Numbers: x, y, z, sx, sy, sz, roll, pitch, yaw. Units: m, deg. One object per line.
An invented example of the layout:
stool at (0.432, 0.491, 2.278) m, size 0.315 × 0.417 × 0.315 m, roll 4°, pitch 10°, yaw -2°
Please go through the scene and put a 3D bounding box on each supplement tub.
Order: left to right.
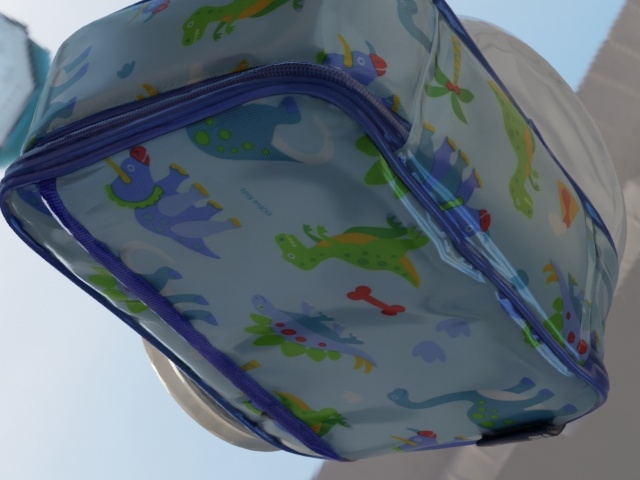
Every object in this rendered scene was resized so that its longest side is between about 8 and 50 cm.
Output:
supplement tub at (0.032, 0.004, 0.939) m, size 0.272 × 0.191 × 0.191 m, roll -34°, pitch -119°, yaw 37°

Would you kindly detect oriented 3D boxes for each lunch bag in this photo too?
lunch bag at (0.000, 0.000, 0.579) m, size 0.176 × 0.219 × 0.090 m, roll -12°, pitch -133°, yaw 33°
